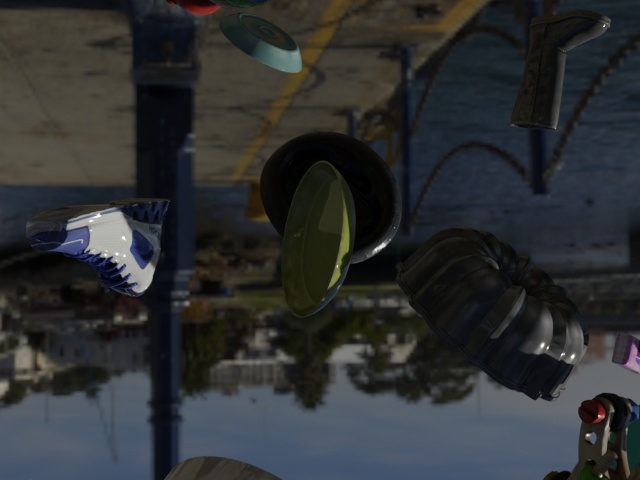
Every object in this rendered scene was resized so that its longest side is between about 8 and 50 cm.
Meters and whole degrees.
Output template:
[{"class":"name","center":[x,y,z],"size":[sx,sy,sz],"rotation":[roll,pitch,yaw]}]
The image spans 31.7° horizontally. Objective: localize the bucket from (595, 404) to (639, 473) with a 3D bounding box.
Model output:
[{"class":"bucket","center":[0.648,0.458,2.148],"size":[0.281,0.281,0.183],"rotation":[-2,136,22]}]

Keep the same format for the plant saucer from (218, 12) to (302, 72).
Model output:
[{"class":"plant saucer","center":[-0.070,-0.253,1.414],"size":[0.119,0.021,0.119],"rotation":[26,-154,-14]}]

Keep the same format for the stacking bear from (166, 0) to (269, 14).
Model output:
[{"class":"stacking bear","center":[-0.143,-0.450,1.825],"size":[0.289,0.164,0.175],"rotation":[-12,-158,50]}]

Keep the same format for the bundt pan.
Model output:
[{"class":"bundt pan","center":[0.284,0.094,1.769],"size":[0.331,0.124,0.331],"rotation":[31,-161,-12]}]

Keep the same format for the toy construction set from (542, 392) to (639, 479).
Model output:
[{"class":"toy construction set","center":[0.414,0.389,1.611],"size":[0.257,0.237,0.309],"rotation":[40,-158,18]}]

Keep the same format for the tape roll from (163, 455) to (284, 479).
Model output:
[{"class":"tape roll","center":[-0.106,0.511,1.811],"size":[0.392,0.392,0.072],"rotation":[-4,-149,37]}]

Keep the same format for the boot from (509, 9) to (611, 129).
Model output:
[{"class":"boot","center":[0.433,-0.307,2.057],"size":[0.076,0.208,0.190],"rotation":[20,170,-32]}]

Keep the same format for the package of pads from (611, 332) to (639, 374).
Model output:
[{"class":"package of pads","center":[0.488,0.178,1.758],"size":[0.032,0.050,0.083],"rotation":[10,169,47]}]

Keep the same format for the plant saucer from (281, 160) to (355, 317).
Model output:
[{"class":"plant saucer","center":[0.000,0.000,1.717],"size":[0.037,0.241,0.241],"rotation":[9,173,-22]}]

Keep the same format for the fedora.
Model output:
[{"class":"fedora","center":[0.020,-0.077,2.548],"size":[0.334,0.334,0.152],"rotation":[0,157,-5]}]

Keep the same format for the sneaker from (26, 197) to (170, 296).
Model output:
[{"class":"sneaker","center":[-0.386,0.022,2.085],"size":[0.127,0.182,0.315],"rotation":[1,-173,31]}]
